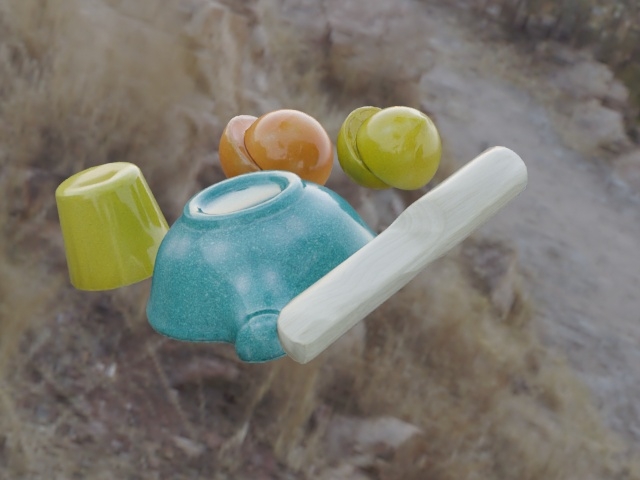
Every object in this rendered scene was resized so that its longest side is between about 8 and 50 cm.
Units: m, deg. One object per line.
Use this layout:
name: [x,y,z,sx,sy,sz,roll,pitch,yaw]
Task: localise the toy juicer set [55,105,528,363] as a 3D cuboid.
toy juicer set: [0.000,0.000,0.762,0.209,0.089,0.329,-25,23,-24]
